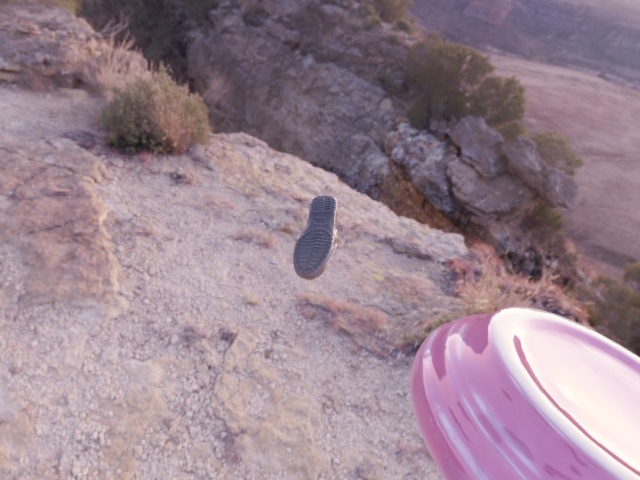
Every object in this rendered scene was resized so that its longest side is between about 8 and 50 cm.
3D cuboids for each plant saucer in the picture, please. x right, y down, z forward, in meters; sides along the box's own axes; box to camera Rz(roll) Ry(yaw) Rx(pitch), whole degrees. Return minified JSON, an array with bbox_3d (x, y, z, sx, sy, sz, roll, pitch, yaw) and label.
[{"bbox_3d":[0.243,0.167,0.432,0.331,0.084,0.332,20,25,-10],"label":"plant saucer"}]

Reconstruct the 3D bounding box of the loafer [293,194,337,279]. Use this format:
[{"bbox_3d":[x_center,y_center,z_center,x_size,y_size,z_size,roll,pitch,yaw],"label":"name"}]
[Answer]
[{"bbox_3d":[0.000,0.000,0.719,0.056,0.050,0.148,5,53,17],"label":"loafer"}]
